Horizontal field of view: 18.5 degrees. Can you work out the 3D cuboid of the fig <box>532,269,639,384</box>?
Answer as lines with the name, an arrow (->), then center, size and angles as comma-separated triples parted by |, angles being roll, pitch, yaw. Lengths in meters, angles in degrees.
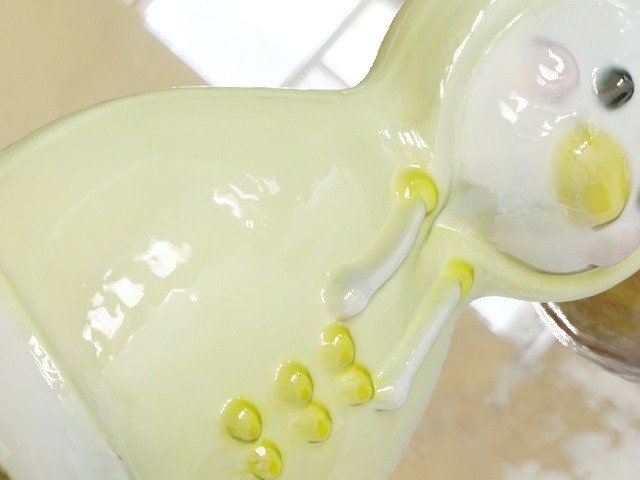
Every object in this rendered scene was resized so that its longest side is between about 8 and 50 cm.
fig -> 0.281, 0.012, 1.127 | 0.217, 0.321, 0.217 | -43, -32, -36

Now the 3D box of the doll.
doll -> 0.005, 0.003, 0.519 | 0.296, 0.141, 0.117 | -31, 25, -6
